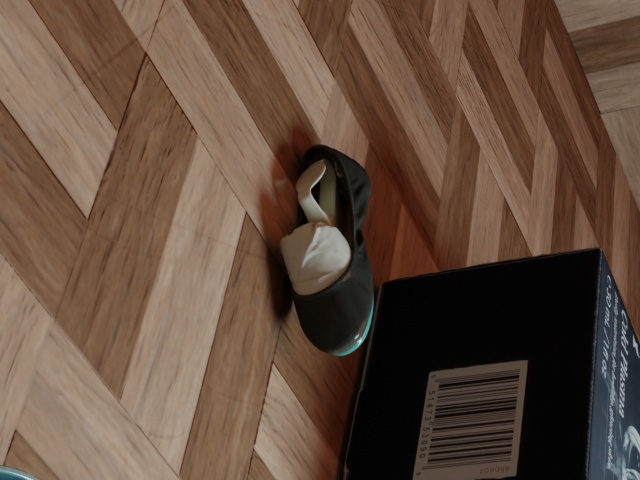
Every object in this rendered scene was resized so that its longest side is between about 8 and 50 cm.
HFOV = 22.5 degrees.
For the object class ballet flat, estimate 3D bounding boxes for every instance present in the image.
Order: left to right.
[{"bbox_3d":[0.000,0.000,1.730,0.096,0.095,0.280,49,26,-34],"label":"ballet flat"}]

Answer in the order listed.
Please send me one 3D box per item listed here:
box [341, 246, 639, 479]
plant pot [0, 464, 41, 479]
[{"bbox_3d":[0.248,0.350,1.885,0.480,0.297,0.471,-77,149,-44],"label":"box"},{"bbox_3d":[-0.250,0.277,0.873,0.290,0.195,0.290,-10,90,-67],"label":"plant pot"}]
